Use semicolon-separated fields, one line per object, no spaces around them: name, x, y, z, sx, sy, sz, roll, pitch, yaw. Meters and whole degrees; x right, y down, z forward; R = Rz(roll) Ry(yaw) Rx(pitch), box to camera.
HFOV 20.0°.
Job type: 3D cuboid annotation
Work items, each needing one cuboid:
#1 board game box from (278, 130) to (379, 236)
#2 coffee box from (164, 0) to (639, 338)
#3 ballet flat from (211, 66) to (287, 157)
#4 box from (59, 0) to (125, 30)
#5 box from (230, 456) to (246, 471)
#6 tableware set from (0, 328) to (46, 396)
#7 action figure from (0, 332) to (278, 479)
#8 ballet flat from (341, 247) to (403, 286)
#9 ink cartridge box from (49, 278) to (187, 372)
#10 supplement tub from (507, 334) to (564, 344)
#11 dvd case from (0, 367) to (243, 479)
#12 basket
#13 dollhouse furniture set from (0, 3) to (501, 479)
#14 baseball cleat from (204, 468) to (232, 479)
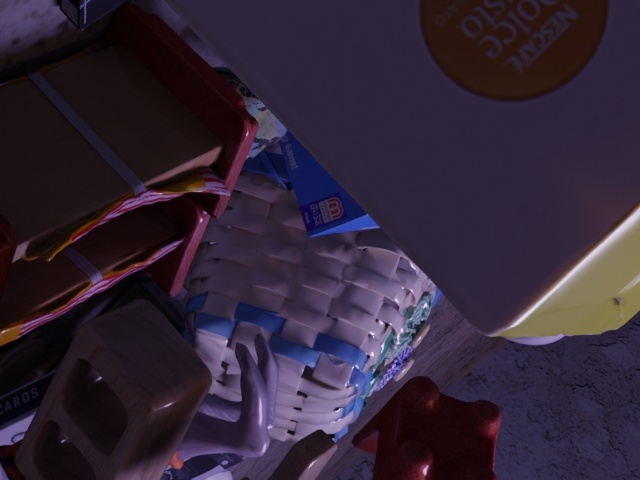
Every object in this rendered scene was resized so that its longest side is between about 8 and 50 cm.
board game box;0.031;-0.088;1.184;0.047;0.160;0.210;-20;175;24
coffee box;0.097;-0.192;0.649;0.337;0.334;0.338;-44;168;8
ballet flat;-0.068;-0.061;1.080;0.070;0.070;0.188;-40;-172;-11
box;-0.102;-0.149;0.919;0.067;0.018;0.083;-37;167;-21
box;-0.144;0.195;1.669;0.307;0.076;0.242;-42;-174;-4
tableware set;-0.265;0.133;1.374;0.141;0.020;0.168;-40;167;-20
action figure;-0.175;0.167;1.093;0.330;0.178;0.341;-23;-168;1
ballet flat;0.040;0.015;1.860;0.250;0.058;0.084;-30;-161;-27
ink cartridge box;-0.177;0.122;1.505;0.209;0.062;0.109;-46;166;17
supplement tub;0.263;-0.075;1.810;0.325;0.235;0.235;-38;167;-22
dvd case;-0.200;0.168;1.343;0.239;0.029;0.179;-26;143;9
basket;0.000;0.000;1.388;0.255;0.201;0.288;107;-2;-68
dollhouse furniture set;-0.070;0.067;0.937;0.201;0.374;0.152;-28;157;-44
baseball cleat;-0.122;0.140;1.461;0.206;0.072;0.109;63;34;-56
